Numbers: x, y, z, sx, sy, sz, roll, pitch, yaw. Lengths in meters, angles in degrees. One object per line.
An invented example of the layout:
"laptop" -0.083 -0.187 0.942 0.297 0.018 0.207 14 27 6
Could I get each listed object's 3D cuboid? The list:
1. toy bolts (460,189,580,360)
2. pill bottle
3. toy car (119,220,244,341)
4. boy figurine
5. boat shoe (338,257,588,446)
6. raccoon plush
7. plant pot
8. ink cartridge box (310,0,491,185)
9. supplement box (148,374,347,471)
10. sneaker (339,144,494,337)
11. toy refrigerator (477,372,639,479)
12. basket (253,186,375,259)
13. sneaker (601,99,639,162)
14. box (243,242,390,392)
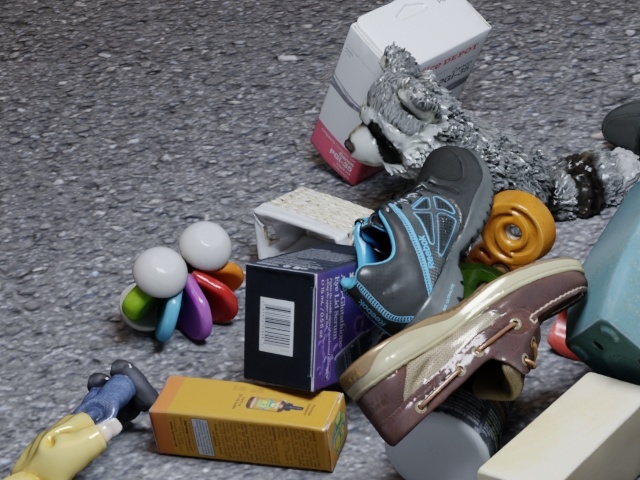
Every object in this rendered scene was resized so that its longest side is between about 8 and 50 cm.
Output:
"toy bolts" 0.310 0.027 1.980 0.228 0.218 0.158 28 37 18
"pill bottle" 0.171 0.182 1.805 0.130 0.130 0.245 5 34 19
"toy car" -0.185 0.074 2.072 0.182 0.159 0.136 -31 75 -33
"boy figurine" -0.303 0.261 1.796 0.177 0.092 0.285 -31 16 40
"boat shoe" 0.185 0.129 1.687 0.342 0.123 0.123 -23 72 -32
"raccoon plush" 0.249 -0.166 2.185 0.446 0.299 0.216 -22 34 -22
"plant pot" 0.433 0.066 1.775 0.247 0.248 0.252 42 71 4
"ink cartridge box" 0.121 -0.245 2.339 0.207 0.283 0.117 -29 68 -31
"supplement box" -0.087 0.225 1.844 0.233 0.080 0.078 2 34 19
"sneaker" 0.123 -0.021 1.872 0.140 0.125 0.341 34 41 -15
"toy refrigerator" 0.270 0.250 1.654 0.094 0.102 0.269 15 27 33
"basket" 0.000 0.000 2.151 0.167 0.113 0.103 19 39 36
"sneaker" 0.534 -0.141 2.272 0.267 0.101 0.106 21 44 38
"box" 0.002 0.093 1.898 0.108 0.153 0.207 8 13 32
